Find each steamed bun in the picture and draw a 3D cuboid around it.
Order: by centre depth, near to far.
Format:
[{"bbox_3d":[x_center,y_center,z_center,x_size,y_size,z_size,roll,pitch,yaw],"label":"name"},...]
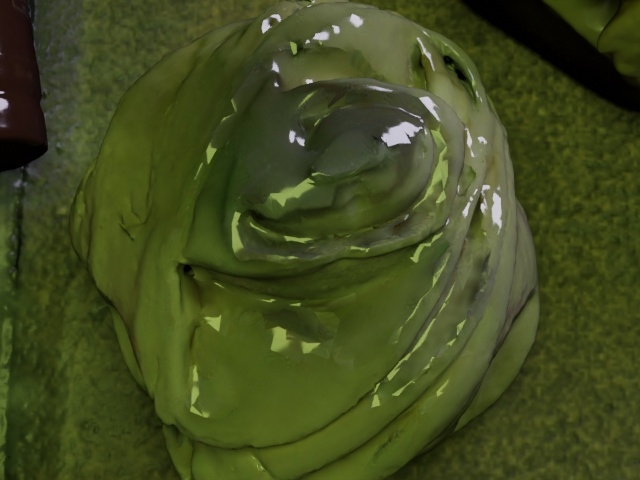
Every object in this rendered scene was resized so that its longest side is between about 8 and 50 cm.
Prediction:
[{"bbox_3d":[0.000,0.000,1.103,0.268,0.207,0.280,-22,80,-6],"label":"steamed bun"}]

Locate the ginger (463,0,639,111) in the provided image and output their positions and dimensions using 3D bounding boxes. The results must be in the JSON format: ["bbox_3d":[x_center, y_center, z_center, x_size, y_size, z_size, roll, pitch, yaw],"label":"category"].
[{"bbox_3d":[0.235,-0.273,1.172,0.413,0.211,0.358,29,76,7],"label":"ginger"}]

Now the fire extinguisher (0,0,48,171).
[{"bbox_3d":[-0.251,-0.206,1.195,0.114,0.135,0.337,-5,80,-26],"label":"fire extinguisher"}]
